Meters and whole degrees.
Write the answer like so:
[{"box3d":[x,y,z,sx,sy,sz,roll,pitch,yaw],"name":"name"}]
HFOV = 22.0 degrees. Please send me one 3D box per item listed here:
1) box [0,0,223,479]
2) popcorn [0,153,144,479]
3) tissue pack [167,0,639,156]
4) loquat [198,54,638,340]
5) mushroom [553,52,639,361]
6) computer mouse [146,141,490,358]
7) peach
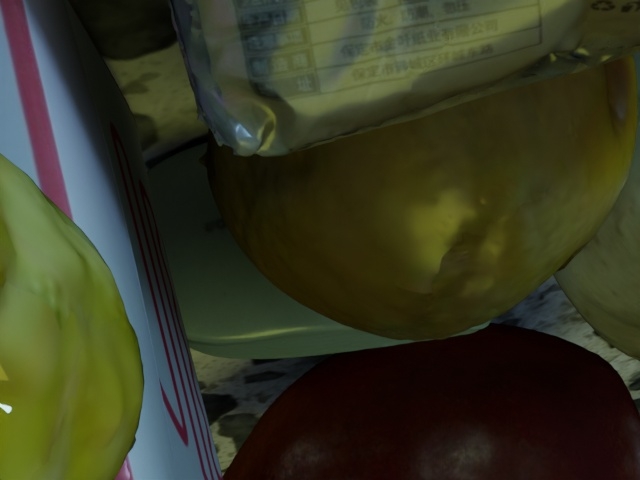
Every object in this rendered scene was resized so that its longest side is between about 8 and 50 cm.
[{"box3d":[-0.216,0.060,0.690,0.314,0.312,0.300,-17,157,1],"name":"box"},{"box3d":[-0.156,0.041,0.398,0.190,0.191,0.253,-51,-178,-10],"name":"popcorn"},{"box3d":[0.062,-0.150,0.575,0.257,0.123,0.215,-16,114,-8],"name":"tissue pack"},{"box3d":[0.043,-0.059,0.765,0.213,0.213,0.213,-14,155,-7],"name":"loquat"},{"box3d":[0.293,-0.040,0.898,0.315,0.315,0.356,-4,-174,-27],"name":"mushroom"},{"box3d":[0.000,0.000,0.929,0.231,0.127,0.079,-8,160,-21],"name":"computer mouse"},{"box3d":[0.080,0.160,1.240,0.362,0.201,0.258,-1,-175,-4],"name":"peach"}]
